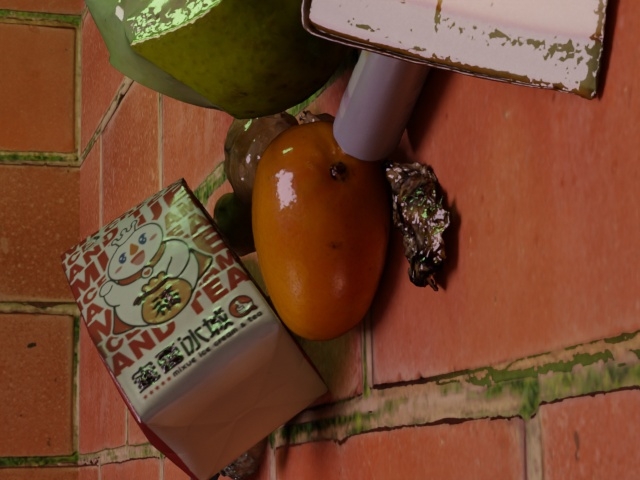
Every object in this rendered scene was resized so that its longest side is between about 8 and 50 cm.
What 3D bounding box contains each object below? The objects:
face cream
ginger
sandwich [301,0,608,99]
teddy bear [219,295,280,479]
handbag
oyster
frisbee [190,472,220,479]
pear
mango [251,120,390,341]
[{"bbox_3d":[0.062,-0.149,1.109,0.198,0.057,0.084,111,-176,-45],"label":"face cream"},{"bbox_3d":[-0.038,-0.067,1.421,0.334,0.081,0.147,168,103,-67],"label":"ginger"},{"bbox_3d":[0.082,-0.162,0.915,0.187,0.144,0.117,-129,41,-66],"label":"sandwich"},{"bbox_3d":[-0.084,0.138,1.496,0.111,0.133,0.213,3,77,54],"label":"teddy bear"},{"bbox_3d":[-0.144,0.067,1.411,0.298,0.171,0.151,51,175,37],"label":"handbag"},{"bbox_3d":[0.072,-0.014,1.131,0.132,0.029,0.086,-133,46,-67],"label":"oyster"},{"bbox_3d":[-0.113,0.157,1.693,0.289,0.049,0.289,-174,90,-82],"label":"frisbee"},{"bbox_3d":[-0.054,-0.234,1.313,0.286,0.176,0.282,-52,39,2],"label":"pear"},{"bbox_3d":[0.000,0.000,1.244,0.145,0.112,0.219,-124,26,-46],"label":"mango"}]
